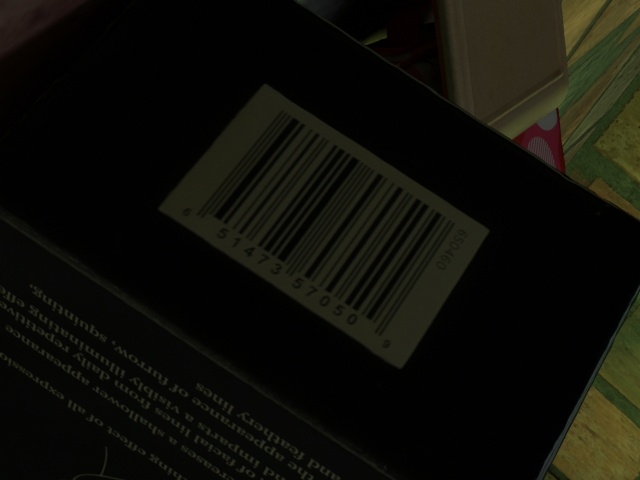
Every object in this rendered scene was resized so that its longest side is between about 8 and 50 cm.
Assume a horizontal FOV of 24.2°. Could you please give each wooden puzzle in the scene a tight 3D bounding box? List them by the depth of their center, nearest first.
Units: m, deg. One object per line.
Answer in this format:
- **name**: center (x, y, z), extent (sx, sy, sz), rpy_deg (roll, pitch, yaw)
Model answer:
- **wooden puzzle**: center (0.130, -0.186, 1.119), extent (0.221, 0.044, 0.239), rpy_deg (-34, 125, -55)

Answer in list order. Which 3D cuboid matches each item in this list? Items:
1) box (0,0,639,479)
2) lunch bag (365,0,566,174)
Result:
- **box**: center (-0.043, 0.084, 0.859), extent (0.212, 0.293, 0.395), rpy_deg (-54, 176, -35)
- **lunch bag**: center (0.100, -0.078, 1.208), extent (0.120, 0.258, 0.293), rpy_deg (-5, -168, 32)
